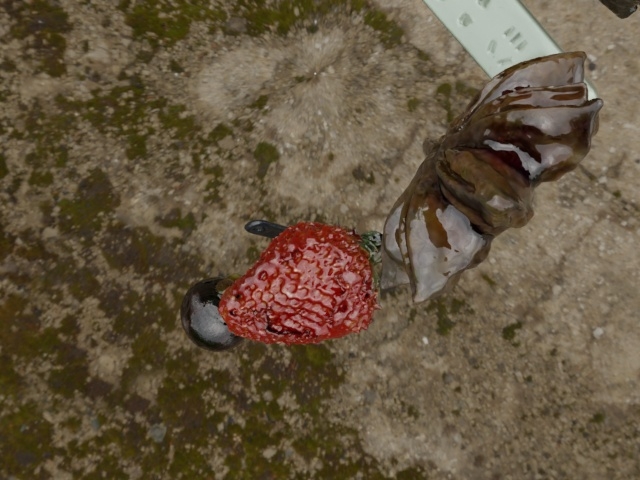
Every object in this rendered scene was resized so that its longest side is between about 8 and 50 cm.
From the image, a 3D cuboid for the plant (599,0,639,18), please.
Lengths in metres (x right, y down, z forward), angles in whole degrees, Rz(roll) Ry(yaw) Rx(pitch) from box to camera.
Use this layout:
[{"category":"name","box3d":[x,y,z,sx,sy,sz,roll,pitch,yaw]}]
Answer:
[{"category":"plant","box3d":[0.545,-0.463,0.973,0.276,0.199,0.188,29,95,5]}]

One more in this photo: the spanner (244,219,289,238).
[{"category":"spanner","box3d":[0.000,0.000,1.031,0.087,0.316,0.024,-20,66,38]}]

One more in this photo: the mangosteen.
[{"category":"mangosteen","box3d":[-0.165,0.116,1.027,0.137,0.137,0.151,43,116,-11]}]

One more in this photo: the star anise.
[{"category":"star anise","box3d":[0.156,-0.062,0.620,0.108,0.315,0.315,32,103,-4]}]

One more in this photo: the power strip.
[{"category":"power strip","box3d":[0.225,-0.284,0.789,0.091,0.062,0.385,-41,89,28]}]

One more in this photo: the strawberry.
[{"category":"strawberry","box3d":[-0.025,0.066,0.869,0.286,0.106,0.188,-27,78,9]}]
